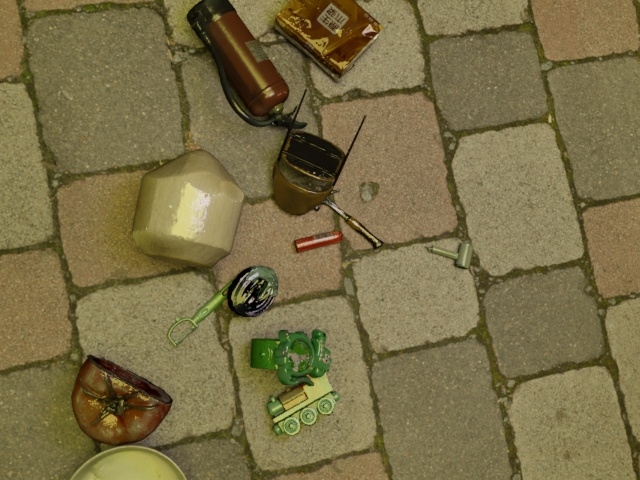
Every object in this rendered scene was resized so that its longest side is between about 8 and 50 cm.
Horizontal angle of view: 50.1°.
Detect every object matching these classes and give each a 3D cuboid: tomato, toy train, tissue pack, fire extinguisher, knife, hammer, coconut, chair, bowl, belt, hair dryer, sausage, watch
[{"bbox_3d":[-0.449,0.363,1.493,0.214,0.181,0.155,30,86,-4],"label":"tomato"},{"bbox_3d":[-0.046,0.386,1.629,0.176,0.074,0.118,-27,80,-9],"label":"toy train"},{"bbox_3d":[0.021,-0.538,1.730,0.226,0.092,0.183,40,78,-3],"label":"tissue pack"},{"bbox_3d":[-0.195,-0.400,1.646,0.200,0.113,0.376,-38,93,-32],"label":"fire extinguisher"},{"bbox_3d":[-0.281,0.162,1.629,0.212,0.015,0.054,-42,92,-12],"label":"knife"},{"bbox_3d":[0.079,-0.052,1.723,0.201,0.021,0.078,39,78,-6],"label":"hammer"},{"bbox_3d":[-0.296,-0.076,1.539,0.238,0.237,0.265,17,81,-10],"label":"coconut"},{"bbox_3d":[-0.021,-0.198,1.639,0.159,0.247,0.172,24,52,-2],"label":"chair"},{"bbox_3d":[-0.418,0.575,1.490,0.277,0.145,0.276,1,84,-13],"label":"bowl"},{"bbox_3d":[-0.160,0.122,1.629,0.105,0.058,0.140,40,74,-17],"label":"belt"},{"bbox_3d":[0.330,0.029,1.765,0.124,0.038,0.063,16,79,-2],"label":"hair dryer"},{"bbox_3d":[0.000,0.000,1.695,0.130,0.034,0.034,-14,87,-13],"label":"sausage"},{"bbox_3d":[-0.078,0.273,1.598,0.165,0.152,0.131,5,81,-40],"label":"watch"}]
